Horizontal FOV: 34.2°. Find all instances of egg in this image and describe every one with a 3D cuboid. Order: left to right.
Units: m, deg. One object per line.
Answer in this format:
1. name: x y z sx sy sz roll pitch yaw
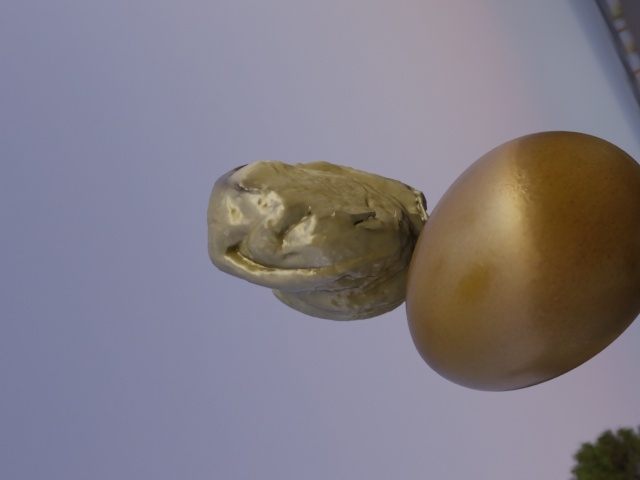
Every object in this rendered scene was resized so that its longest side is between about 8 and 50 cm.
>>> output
1. egg: 0.234 0.027 1.165 0.250 0.322 0.250 39 -170 -8

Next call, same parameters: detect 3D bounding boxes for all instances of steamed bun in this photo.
1. steamed bun: 0.005 0.002 1.711 0.325 0.230 0.372 35 -153 31
